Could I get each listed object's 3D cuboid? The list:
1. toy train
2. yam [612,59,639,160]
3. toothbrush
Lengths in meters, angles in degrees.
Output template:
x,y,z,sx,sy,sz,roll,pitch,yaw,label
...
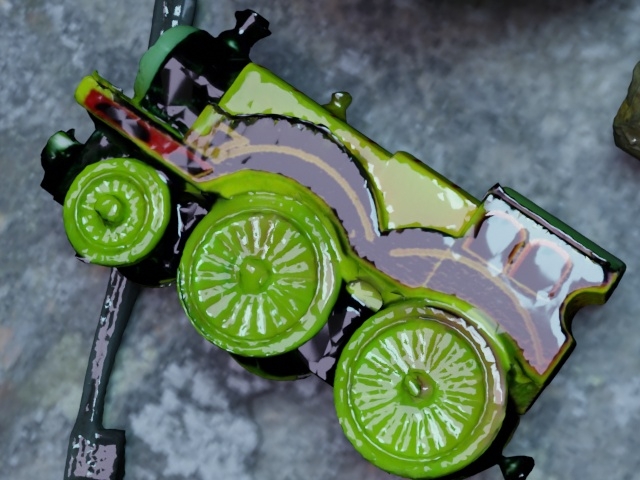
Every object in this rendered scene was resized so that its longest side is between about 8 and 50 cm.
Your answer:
x,y,z,sx,sy,sz,roll,pitch,yaw,label
0.000,0.000,0.672,0.296,0.100,0.160,33,90,13,toy train
0.284,0.024,0.594,0.357,0.081,0.081,41,95,22,yam
-0.102,-0.004,0.754,0.030,0.030,0.297,8,84,11,toothbrush
